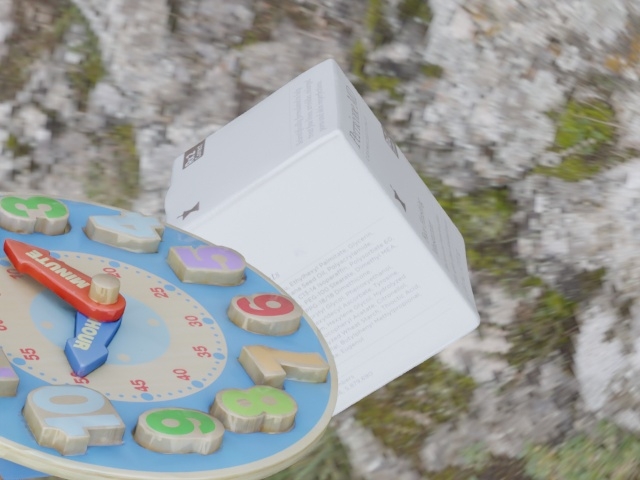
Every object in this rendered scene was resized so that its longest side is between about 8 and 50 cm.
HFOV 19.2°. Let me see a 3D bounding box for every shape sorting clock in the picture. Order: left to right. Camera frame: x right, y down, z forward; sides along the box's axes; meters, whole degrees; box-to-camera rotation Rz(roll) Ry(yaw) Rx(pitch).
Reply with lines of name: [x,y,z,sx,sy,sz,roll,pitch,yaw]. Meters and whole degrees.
shape sorting clock: [-0.091,0.033,0.775,0.206,0.206,0.040,24,120,14]

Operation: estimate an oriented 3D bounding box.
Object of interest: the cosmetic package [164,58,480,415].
cosmetic package: [0.000,0.000,1.367,0.151,0.151,0.183,-32,112,12]
